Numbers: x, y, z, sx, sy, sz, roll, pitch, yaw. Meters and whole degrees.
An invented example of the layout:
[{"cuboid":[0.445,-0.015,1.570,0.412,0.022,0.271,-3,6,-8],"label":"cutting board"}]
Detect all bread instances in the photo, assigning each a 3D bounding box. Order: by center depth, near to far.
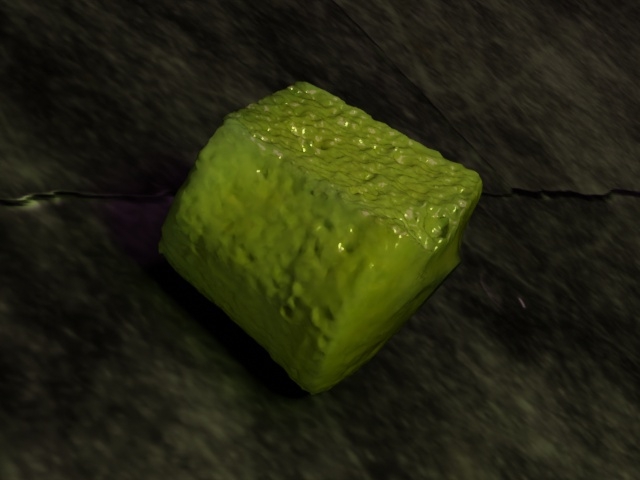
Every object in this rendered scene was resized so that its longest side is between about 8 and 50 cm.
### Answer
[{"cuboid":[0.000,0.000,0.808,0.114,0.111,0.129,38,24,11],"label":"bread"}]
